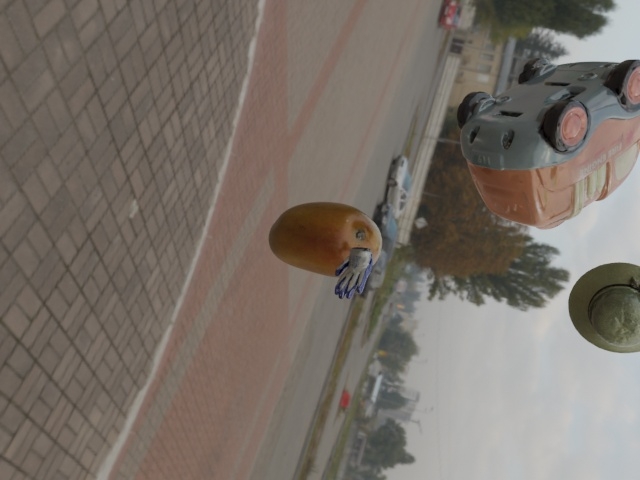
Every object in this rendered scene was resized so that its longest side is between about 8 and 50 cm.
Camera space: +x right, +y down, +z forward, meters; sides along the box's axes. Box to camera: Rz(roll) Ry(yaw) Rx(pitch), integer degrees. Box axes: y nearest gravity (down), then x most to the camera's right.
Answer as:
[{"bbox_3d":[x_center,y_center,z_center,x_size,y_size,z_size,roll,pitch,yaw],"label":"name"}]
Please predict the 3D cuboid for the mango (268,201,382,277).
[{"bbox_3d":[-0.001,-0.003,1.028,0.151,0.221,0.121,50,52,-54],"label":"mango"}]

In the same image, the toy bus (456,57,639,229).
[{"bbox_3d":[0.361,-0.141,0.892,0.287,0.194,0.232,-30,116,-21],"label":"toy bus"}]

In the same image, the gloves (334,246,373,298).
[{"bbox_3d":[0.048,0.051,0.896,0.026,0.064,0.086,32,67,-36],"label":"gloves"}]

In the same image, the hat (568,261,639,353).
[{"bbox_3d":[0.767,0.197,1.507,0.130,0.257,0.257,-35,141,-61],"label":"hat"}]
